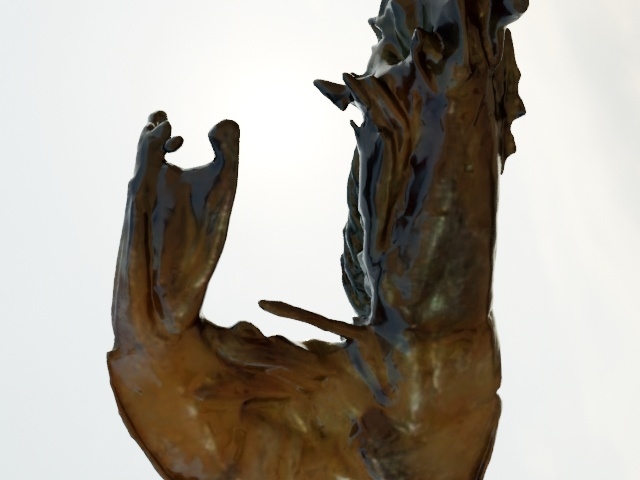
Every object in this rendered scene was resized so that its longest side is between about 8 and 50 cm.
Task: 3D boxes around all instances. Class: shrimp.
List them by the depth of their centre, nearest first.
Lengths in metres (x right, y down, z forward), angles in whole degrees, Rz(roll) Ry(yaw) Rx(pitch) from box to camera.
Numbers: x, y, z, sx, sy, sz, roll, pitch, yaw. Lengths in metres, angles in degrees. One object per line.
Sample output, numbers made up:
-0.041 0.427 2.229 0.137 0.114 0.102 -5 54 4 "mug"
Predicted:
-0.004 -0.001 0.623 0.178 0.075 0.289 -4 -73 -27 "shrimp"
